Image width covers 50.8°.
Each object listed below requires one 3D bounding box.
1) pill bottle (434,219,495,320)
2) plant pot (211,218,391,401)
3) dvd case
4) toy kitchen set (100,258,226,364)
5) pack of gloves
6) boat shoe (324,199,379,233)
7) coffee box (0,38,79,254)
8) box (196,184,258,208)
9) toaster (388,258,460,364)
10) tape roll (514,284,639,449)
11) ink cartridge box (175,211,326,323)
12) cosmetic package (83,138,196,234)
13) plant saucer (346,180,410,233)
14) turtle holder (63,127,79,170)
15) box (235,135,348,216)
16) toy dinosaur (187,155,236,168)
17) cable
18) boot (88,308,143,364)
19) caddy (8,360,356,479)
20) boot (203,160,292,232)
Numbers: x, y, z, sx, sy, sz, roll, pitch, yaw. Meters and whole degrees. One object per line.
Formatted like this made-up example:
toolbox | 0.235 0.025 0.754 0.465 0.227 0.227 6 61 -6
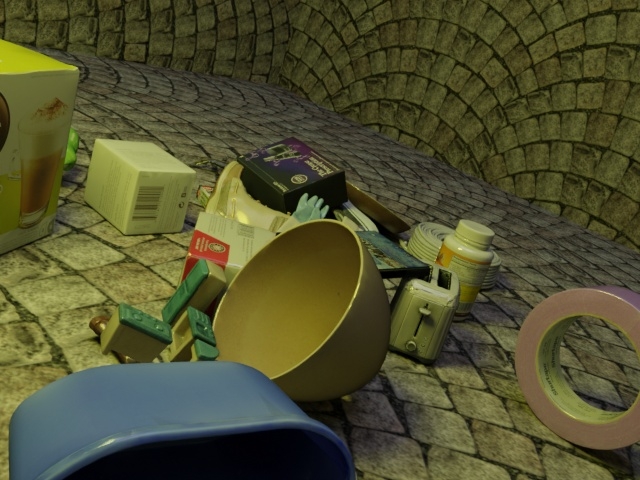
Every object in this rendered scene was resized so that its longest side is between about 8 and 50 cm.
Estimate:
pill bottle | 0.317 0.066 1.531 0.117 0.215 0.117 17 19 -6
plant pot | -0.001 0.136 1.044 0.191 0.284 0.284 45 3 -34
dvd case | 0.063 0.027 1.282 0.253 0.022 0.180 -1 26 -37
toy kitchen set | -0.231 0.097 1.009 0.166 0.122 0.207 33 12 -29
pack of gloves | 0.000 0.000 1.575 0.195 0.046 0.232 38 37 -5
boat shoe | 0.012 -0.073 1.773 0.119 0.121 0.335 -3 27 -41
coffee box | -0.663 -0.176 1.119 0.338 0.334 0.337 21 20 7
box | -0.209 -0.096 1.765 0.207 0.036 0.114 6 23 -31
toaster | 0.206 0.133 1.352 0.129 0.146 0.227 22 19 7
tape roll | 0.485 0.218 1.180 0.090 0.275 0.275 -2 28 -45
ink cartridge box | -0.103 0.073 1.260 0.306 0.131 0.226 17 19 -9
cosmetic package | -0.399 -0.119 1.482 0.184 0.151 0.151 34 24 35
plant saucer | 0.119 -0.104 1.932 0.310 0.050 0.310 33 1 -1
turtle holder | -0.721 -0.263 1.530 0.320 0.243 0.227 54 26 -22
box | -0.078 -0.160 1.748 0.184 0.103 0.261 -26 39 -22
toy dinosaur | -0.257 -0.223 2.039 0.268 0.064 0.118 13 26 -5
cable | 0.365 0.039 1.838 0.257 0.089 0.257 13 20 -16
boot | -0.281 0.153 1.030 0.114 0.037 0.106 33 23 28
caddy | -0.128 0.247 0.604 0.341 0.241 0.179 4 19 -34
boot | -0.162 -0.078 1.609 0.203 0.095 0.262 18 37 -4
